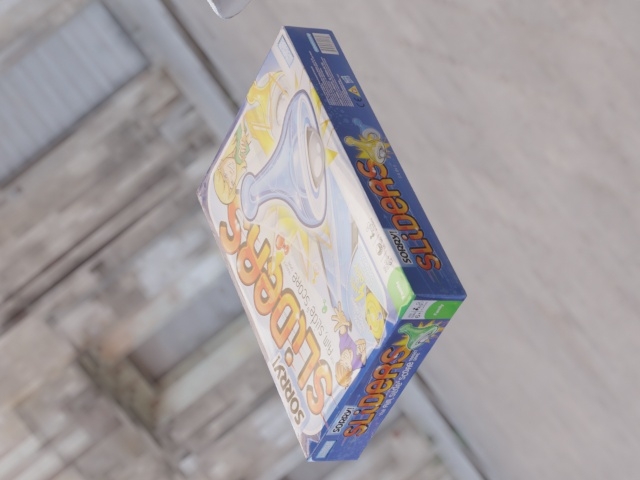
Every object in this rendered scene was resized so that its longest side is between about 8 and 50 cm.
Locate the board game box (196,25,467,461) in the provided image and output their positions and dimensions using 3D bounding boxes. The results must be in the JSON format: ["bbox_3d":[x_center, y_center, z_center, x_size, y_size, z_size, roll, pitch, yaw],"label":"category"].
[{"bbox_3d":[0.000,0.000,1.060,0.035,0.136,0.201,2,-135,-31],"label":"board game box"}]

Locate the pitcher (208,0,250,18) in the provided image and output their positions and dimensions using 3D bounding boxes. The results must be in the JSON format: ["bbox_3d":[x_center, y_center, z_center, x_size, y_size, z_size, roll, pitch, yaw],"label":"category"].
[{"bbox_3d":[0.034,-0.188,0.689,0.125,0.207,0.178,53,-162,-41],"label":"pitcher"}]
